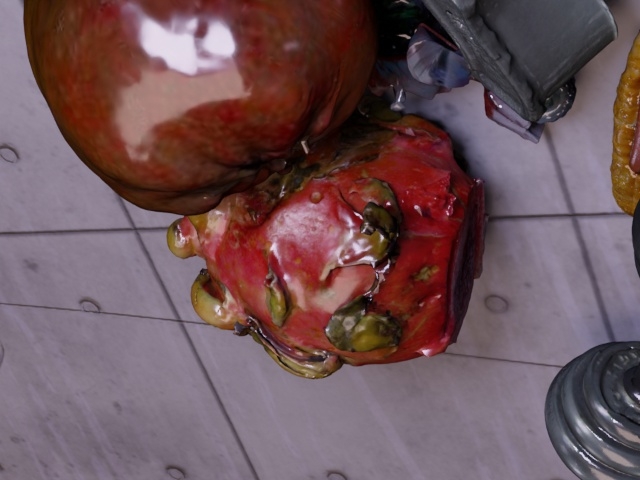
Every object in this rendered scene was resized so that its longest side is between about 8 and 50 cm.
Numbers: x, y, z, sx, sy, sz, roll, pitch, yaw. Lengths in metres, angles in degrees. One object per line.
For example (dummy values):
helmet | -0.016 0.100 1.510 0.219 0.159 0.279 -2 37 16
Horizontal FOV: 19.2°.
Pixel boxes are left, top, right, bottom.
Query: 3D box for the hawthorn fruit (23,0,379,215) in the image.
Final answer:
hawthorn fruit | -0.118 -0.183 1.613 0.324 0.308 0.308 38 137 5

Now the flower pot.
flower pot | 0.153 -0.198 1.534 0.103 0.108 0.229 43 178 39

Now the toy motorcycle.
toy motorcycle | 0.119 -0.151 1.695 0.213 0.082 0.122 28 138 -3

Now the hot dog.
hot dog | 0.290 -0.101 1.685 0.066 0.047 0.216 17 136 15

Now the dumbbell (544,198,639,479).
dumbbell | 0.330 0.092 1.748 0.179 0.179 0.406 22 139 6

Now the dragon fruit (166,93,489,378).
dragon fruit | 0.000 0.000 1.780 0.291 0.269 0.250 11 126 11
